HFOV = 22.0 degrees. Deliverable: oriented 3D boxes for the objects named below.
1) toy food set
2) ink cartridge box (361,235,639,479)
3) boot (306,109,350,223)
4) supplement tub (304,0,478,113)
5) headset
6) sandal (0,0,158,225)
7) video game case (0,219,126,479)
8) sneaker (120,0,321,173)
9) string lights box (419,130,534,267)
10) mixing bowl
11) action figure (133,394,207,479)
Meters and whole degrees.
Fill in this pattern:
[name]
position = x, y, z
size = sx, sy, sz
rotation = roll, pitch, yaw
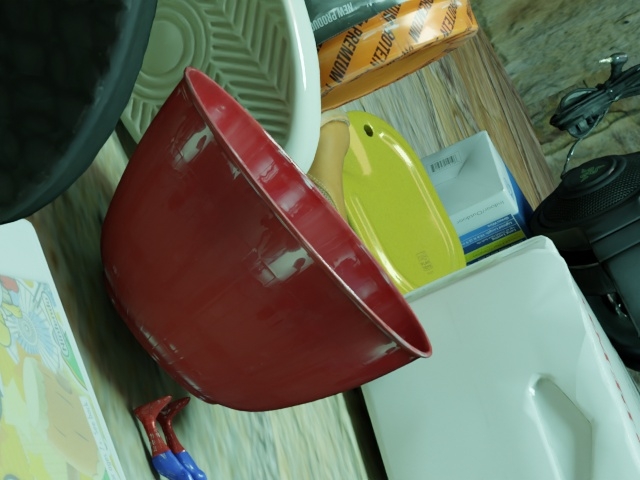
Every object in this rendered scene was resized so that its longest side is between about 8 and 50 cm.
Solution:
[toy food set]
position = 0.048, 0.008, 1.307
size = 0.128, 0.071, 0.217
rotation = -16, 78, -53
[ink cartridge box]
position = 0.187, 0.215, 1.209
size = 0.395, 0.166, 0.285
rotation = 49, 20, -57
[boot]
position = 0.000, 0.000, 1.102
size = 0.152, 0.073, 0.197
rotation = 62, 25, -7
[supplement tub]
position = -0.032, -0.265, 1.156
size = 0.338, 0.207, 0.207
rotation = 66, 13, 2
[headset]
position = 0.293, 0.000, 1.409
size = 0.243, 0.185, 0.394
rotation = 53, 13, -45
[sandal]
position = -0.166, -0.214, 0.577
size = 0.445, 0.168, 0.107
rotation = 64, 16, 10
[video game case]
position = -0.117, 0.084, 0.563
size = 0.227, 0.026, 0.206
rotation = 68, 13, 13
[sneaker]
position = -0.075, -0.175, 0.981
size = 0.148, 0.131, 0.350
rotation = 18, 48, -67
[string lights box]
position = 0.142, 0.027, 1.471
size = 0.259, 0.133, 0.076
rotation = 51, 19, -46
[mixing bowl]
position = -0.041, 0.015, 0.793
size = 0.181, 0.098, 0.181
rotation = 50, 7, -8
[action figure]
position = -0.051, 0.126, 0.750
size = 0.038, 0.030, 0.115
rotation = 35, 33, -75
